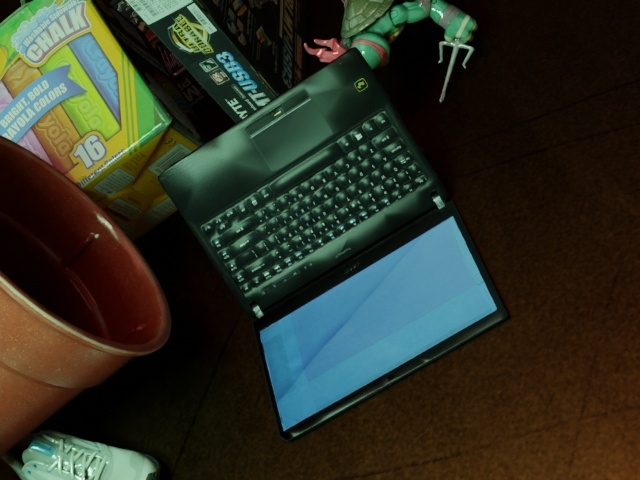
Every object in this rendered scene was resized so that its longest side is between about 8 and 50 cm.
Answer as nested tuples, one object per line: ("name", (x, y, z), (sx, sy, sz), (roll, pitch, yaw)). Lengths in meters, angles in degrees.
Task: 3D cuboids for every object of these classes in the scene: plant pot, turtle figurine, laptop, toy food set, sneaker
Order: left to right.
("plant pot", (-0.325, 0.083, 0.973), (0.265, 0.272, 0.272), (-43, 41, 13))
("sneaker", (-0.237, 0.216, 1.018), (0.190, 0.083, 0.071), (-2, 53, 35))
("toy food set", (-0.233, -0.226, 1.342), (0.078, 0.019, 0.122), (13, 57, 43))
("laptop", (0.000, 0.000, 0.974), (0.234, 0.264, 0.136), (-31, 6, 12))
("turtle figurine", (0.077, -0.229, 1.132), (0.175, 0.118, 0.234), (-9, 46, 32))

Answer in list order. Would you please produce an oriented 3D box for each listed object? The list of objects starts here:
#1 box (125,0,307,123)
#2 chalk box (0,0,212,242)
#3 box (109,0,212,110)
("box", (-0.114, -0.299, 1.194), (0.073, 0.293, 0.296), (-19, 47, 22))
("chalk box", (-0.268, -0.158, 1.198), (0.179, 0.180, 0.289), (-37, 69, 6))
("box", (-0.218, -0.248, 1.408), (0.216, 0.060, 0.270), (-37, 42, 8))
